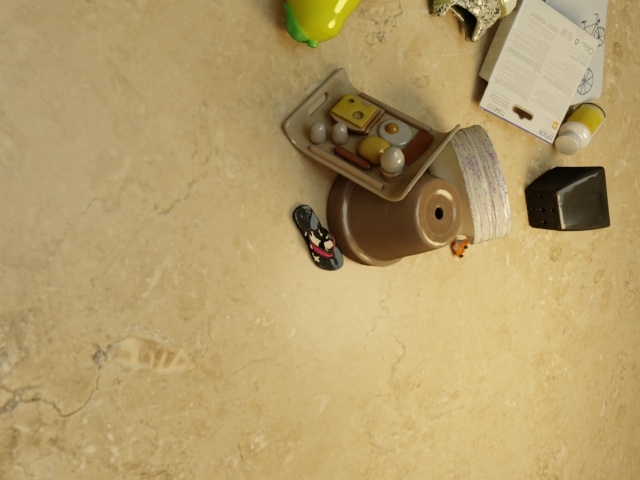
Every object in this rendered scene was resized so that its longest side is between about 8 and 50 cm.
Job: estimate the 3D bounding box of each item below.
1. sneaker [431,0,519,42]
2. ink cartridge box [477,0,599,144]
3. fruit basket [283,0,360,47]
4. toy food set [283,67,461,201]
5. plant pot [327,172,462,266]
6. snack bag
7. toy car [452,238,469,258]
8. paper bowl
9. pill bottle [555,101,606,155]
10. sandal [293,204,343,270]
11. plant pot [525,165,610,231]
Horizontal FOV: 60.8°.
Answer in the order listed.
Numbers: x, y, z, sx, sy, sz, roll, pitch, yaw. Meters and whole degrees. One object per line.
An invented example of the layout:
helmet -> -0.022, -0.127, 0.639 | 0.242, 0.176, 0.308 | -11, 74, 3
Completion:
sneaker -> 0.326, -0.655, 1.360 | 0.410, 0.158, 0.182 | 33, 91, -28
ink cartridge box -> 0.613, -0.486, 1.572 | 0.324, 0.071, 0.330 | 17, 102, -29
fruit basket -> 0.024, -0.600, 1.108 | 0.391, 0.283, 0.392 | -14, 140, -12
toy food set -> 0.108, -0.237, 1.153 | 0.220, 0.306, 0.092 | -50, 162, -24
plant pot -> 0.183, -0.065, 1.229 | 0.262, 0.229, 0.263 | -2, 93, -35
snack bag -> 0.775, -0.587, 1.694 | 0.322, 0.037, 0.343 | -18, 114, -27
toy car -> 0.396, -0.009, 1.516 | 0.040, 0.060, 0.122 | 23, 53, 9
paper bowl -> 0.352, -0.129, 1.343 | 0.148, 0.284, 0.284 | -16, 106, 8
pill bottle -> 0.832, -0.356, 1.756 | 0.184, 0.103, 0.103 | -45, 117, -26
sandal -> 0.000, 0.000, 1.214 | 0.067, 0.040, 0.179 | -45, 117, -25
plant pot -> 0.738, -0.114, 1.667 | 0.166, 0.187, 0.188 | -19, 104, -20
